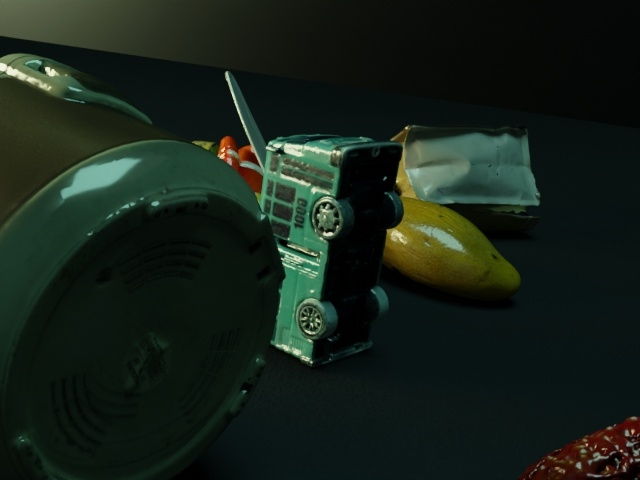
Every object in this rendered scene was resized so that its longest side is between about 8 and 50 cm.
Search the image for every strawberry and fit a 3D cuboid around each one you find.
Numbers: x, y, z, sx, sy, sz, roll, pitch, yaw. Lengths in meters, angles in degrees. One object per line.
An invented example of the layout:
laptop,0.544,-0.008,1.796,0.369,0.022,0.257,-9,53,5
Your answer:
strawberry,0.236,0.200,0.907,0.188,0.082,0.121,-34,24,-13

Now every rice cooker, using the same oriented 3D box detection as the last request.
rice cooker,-0.237,0.026,0.884,0.325,0.335,0.335,26,23,37

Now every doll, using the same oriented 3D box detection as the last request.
doll,-0.095,-0.026,1.384,0.105,0.200,0.336,-16,18,10

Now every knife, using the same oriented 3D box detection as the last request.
knife,-0.052,-0.058,1.341,0.043,0.336,0.081,-27,7,12

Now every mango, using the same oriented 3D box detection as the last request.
mango,0.170,0.007,1.547,0.262,0.109,0.157,21,16,26

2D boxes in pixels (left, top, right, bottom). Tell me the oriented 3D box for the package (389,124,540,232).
package,0.230,-0.079,1.851,0.311,0.221,0.165,-2,60,-39

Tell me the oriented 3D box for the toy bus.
toy bus,0.000,0.000,1.228,0.147,0.256,0.128,19,19,35

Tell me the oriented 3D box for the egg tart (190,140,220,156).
egg tart,-0.240,-0.115,1.735,0.252,0.098,0.232,-6,20,-33
